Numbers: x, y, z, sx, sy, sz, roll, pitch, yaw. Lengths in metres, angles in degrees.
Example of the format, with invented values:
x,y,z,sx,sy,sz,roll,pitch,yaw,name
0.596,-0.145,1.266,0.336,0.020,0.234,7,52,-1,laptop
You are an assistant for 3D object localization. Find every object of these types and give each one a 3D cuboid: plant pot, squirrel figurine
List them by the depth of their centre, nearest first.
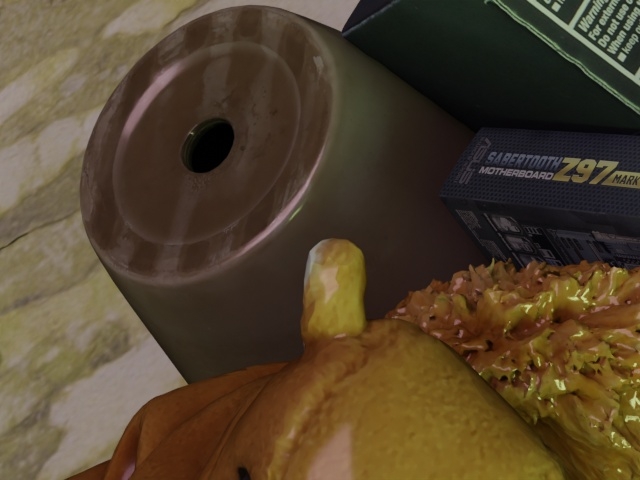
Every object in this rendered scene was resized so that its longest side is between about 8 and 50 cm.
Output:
x,y,z,sx,sy,sz,roll,pitch,yaw,name
0.045,0.112,0.860,0.397,0.370,0.281,-35,75,-22,squirrel figurine
0.000,0.000,1.168,0.323,0.280,0.323,-17,57,28,plant pot

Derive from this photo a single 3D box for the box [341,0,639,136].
x,y,z,sx,sy,sz,roll,pitch,yaw,name
0.223,-0.169,1.056,0.296,0.294,0.183,-58,13,-15,box

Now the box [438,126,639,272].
x,y,z,sx,sy,sz,roll,pitch,yaw,name
0.199,0.034,1.022,0.183,0.232,0.059,9,58,49,box
